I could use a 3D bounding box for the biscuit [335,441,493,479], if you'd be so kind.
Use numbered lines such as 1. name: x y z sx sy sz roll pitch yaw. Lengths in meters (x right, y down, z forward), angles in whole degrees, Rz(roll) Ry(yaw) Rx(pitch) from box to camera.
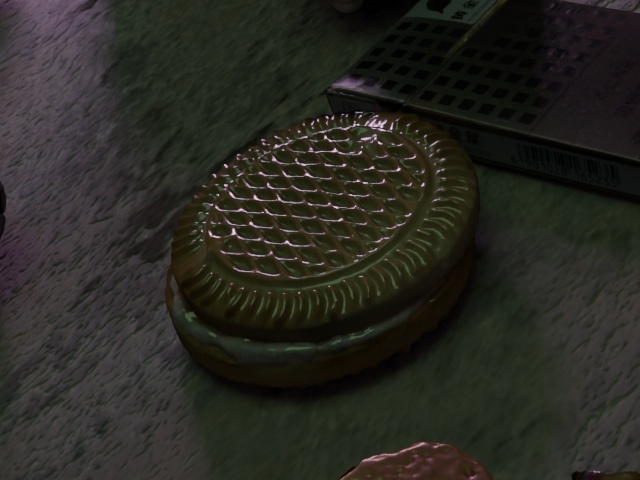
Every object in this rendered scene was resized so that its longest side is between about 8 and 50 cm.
1. biscuit: 0.015 0.252 0.784 0.216 0.047 0.339 3 42 23

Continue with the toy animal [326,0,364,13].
1. toy animal: 0.062 -0.306 1.340 0.204 0.156 0.208 -14 20 13

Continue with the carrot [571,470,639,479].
1. carrot: 0.165 0.194 0.755 0.082 0.082 0.173 -5 44 19

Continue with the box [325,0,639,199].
1. box: 0.182 -0.131 1.163 0.325 0.047 0.180 18 52 38

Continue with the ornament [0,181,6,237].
1. ornament: -0.357 -0.017 1.171 0.178 0.177 0.177 -12 39 10

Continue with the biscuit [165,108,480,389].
1. biscuit: 0.000 0.000 1.061 0.259 0.079 0.259 -13 39 10
